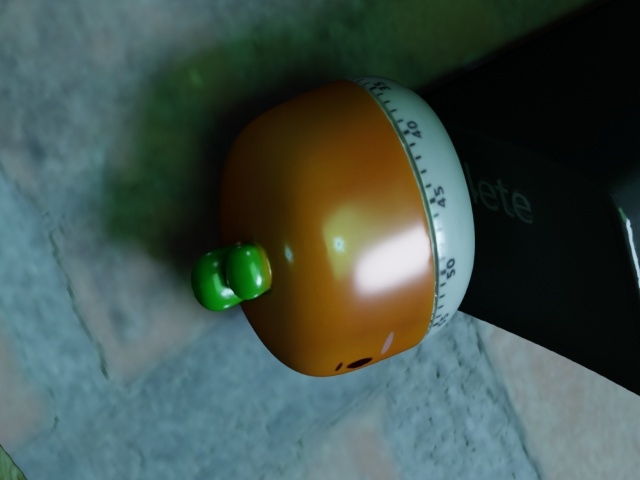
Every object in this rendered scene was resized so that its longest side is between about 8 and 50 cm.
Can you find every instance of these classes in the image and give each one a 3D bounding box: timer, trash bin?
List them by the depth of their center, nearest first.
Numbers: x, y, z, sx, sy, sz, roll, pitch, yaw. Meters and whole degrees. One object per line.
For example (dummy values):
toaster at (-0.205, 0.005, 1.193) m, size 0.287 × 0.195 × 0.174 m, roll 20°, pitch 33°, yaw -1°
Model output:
timer at (0.000, 0.000, 0.830) m, size 0.136 × 0.099 × 0.136 m, roll -4°, pitch 96°, yaw -34°
trash bin at (0.173, -0.049, 0.892) m, size 0.225 × 0.165 × 0.115 m, roll -32°, pitch 122°, yaw -23°

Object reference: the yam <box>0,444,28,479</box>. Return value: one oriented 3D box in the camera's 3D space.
yam at (-0.196, 0.070, 0.726) m, size 0.106 × 0.106 × 0.259 m, roll -46°, pitch 125°, yaw -11°
